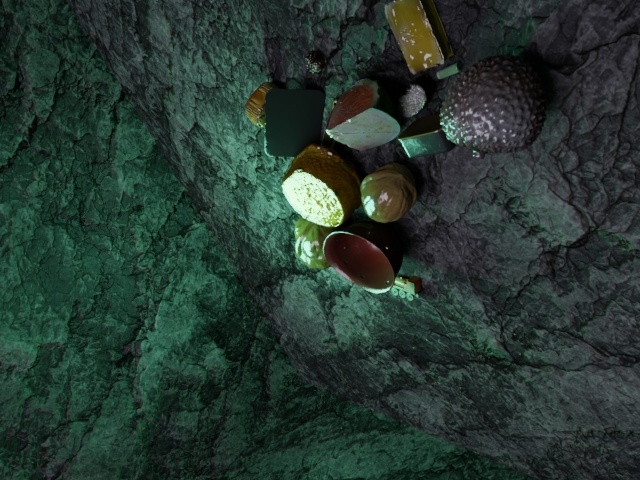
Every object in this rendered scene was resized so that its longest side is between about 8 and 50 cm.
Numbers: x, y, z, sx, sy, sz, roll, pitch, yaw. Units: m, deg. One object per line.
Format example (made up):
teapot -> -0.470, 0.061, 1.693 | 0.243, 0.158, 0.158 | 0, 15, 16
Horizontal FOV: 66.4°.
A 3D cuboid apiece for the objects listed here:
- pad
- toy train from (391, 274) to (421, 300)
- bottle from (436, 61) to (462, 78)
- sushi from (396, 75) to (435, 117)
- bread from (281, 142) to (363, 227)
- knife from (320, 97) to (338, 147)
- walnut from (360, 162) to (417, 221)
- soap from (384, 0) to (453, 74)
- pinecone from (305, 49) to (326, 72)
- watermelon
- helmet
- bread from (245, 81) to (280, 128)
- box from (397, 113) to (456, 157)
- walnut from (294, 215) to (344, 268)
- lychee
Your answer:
pad -> -0.151, -0.513, 2.102 | 0.375, 0.315, 0.063 | 101, 166, -53
toy train -> 0.404, 0.215, 2.344 | 0.176, 0.074, 0.118 | 19, 130, 46
bottle -> 0.403, -0.531, 1.532 | 0.083, 0.030, 0.030 | -6, 120, 55
sushi -> 0.322, -0.480, 1.647 | 0.090, 0.078, 0.150 | 39, 148, 3
bread -> 0.012, -0.236, 2.175 | 0.398, 0.215, 0.398 | 27, 149, 18
knife -> 0.043, -0.459, 2.073 | 0.061, 0.027, 0.343 | 36, 148, 11
walnut -> 0.266, -0.186, 1.912 | 0.225, 0.225, 0.261 | 42, 150, 10
soap -> 0.299, -0.642, 1.496 | 0.135, 0.076, 0.233 | -1, 123, 51
pinecone -> -0.019, -0.681, 1.862 | 0.077, 0.077, 0.083 | -39, 66, 59
watermelon -> 0.156, -0.477, 1.754 | 0.292, 0.319, 0.222 | -16, 77, 40
helmet -> 0.226, 0.038, 2.202 | 0.385, 0.230, 0.337 | 6, 131, 48
bread -> -0.242, -0.591, 2.126 | 0.114, 0.190, 0.132 | 38, 175, 26
box -> 0.379, -0.356, 1.653 | 0.201, 0.144, 0.090 | -1, 128, 51
walnut -> 0.000, 0.002, 2.422 | 0.253, 0.282, 0.277 | -7, 136, 7
lychee -> 0.483, -0.366, 1.356 | 0.300, 0.300, 0.300 | 32, 146, 25
